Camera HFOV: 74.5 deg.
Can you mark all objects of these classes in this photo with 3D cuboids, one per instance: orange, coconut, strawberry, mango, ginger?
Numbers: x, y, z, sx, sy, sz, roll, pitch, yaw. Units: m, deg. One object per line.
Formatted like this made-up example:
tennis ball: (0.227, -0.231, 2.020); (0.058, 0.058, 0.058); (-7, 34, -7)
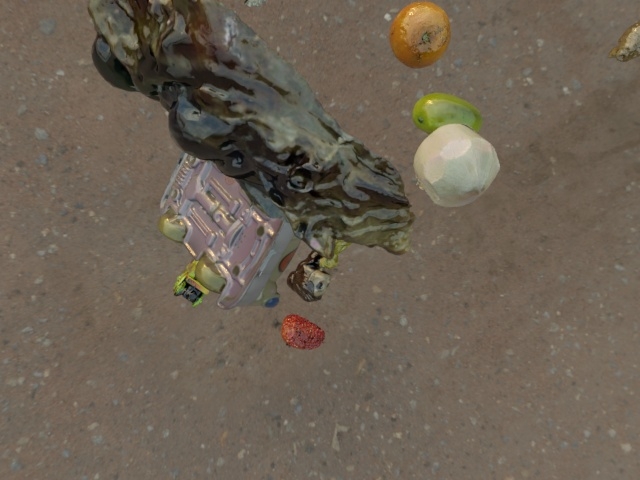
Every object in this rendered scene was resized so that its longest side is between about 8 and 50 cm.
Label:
orange: (0.399, -0.823, 1.695); (0.246, 0.246, 0.246); (0, 89, -8)
coconut: (0.374, -0.199, 1.158); (0.224, 0.224, 0.234); (-2, 44, -2)
strawberry: (-0.051, 0.320, 1.485); (0.188, 0.082, 0.121); (18, 57, -33)
mango: (0.473, -0.455, 1.550); (0.272, 0.185, 0.149); (11, 115, -5)
ginger: (0.736, -0.484, 0.866); (0.333, 0.166, 0.080); (-43, 113, -12)

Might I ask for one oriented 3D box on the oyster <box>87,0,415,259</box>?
oyster: (-0.061, -0.086, 0.417); (0.361, 0.221, 0.096); (38, 83, -29)

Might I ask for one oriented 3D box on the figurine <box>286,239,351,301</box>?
figurine: (0.023, 0.039, 1.228); (0.168, 0.187, 0.315); (24, 104, 1)

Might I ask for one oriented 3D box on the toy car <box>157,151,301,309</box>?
toy car: (-0.143, -0.047, 0.831); (0.336, 0.226, 0.242); (41, 108, 32)

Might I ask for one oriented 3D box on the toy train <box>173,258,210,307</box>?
toy train: (-0.450, 0.142, 1.519); (0.100, 0.296, 0.161); (39, 80, -18)

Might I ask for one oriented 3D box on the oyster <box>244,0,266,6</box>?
oyster: (-0.213, -0.846, 1.412); (0.045, 0.146, 0.122); (38, 92, 8)
